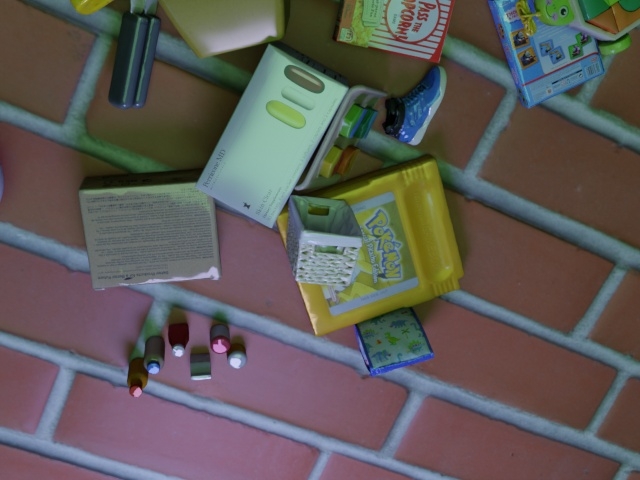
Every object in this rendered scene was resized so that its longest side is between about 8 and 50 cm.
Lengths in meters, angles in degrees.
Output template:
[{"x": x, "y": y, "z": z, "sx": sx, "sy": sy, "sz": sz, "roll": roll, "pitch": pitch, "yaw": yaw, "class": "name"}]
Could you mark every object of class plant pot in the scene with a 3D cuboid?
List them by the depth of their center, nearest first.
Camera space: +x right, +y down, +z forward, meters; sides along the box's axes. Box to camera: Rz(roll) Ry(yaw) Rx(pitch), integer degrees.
[{"x": -0.145, "y": -0.408, "z": 1.254, "sx": 0.212, "sy": 0.212, "sz": 0.187, "roll": -12, "pitch": 119, "yaw": 8, "class": "plant pot"}]

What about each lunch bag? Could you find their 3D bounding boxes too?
[{"x": 0.144, "y": 0.207, "z": 1.570, "sx": 0.129, "sy": 0.151, "sz": 0.096, "roll": -16, "pitch": 111, "yaw": -4, "class": "lunch bag"}]

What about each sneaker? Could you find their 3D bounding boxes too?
[{"x": 0.166, "y": -0.254, "z": 1.452, "sx": 0.085, "sy": 0.058, "sz": 0.152, "roll": 14, "pitch": 114, "yaw": -23, "class": "sneaker"}]

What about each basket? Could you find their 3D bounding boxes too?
[{"x": 0.000, "y": 0.000, "z": 1.412, "sx": 0.113, "sy": 0.167, "sz": 0.103, "roll": 6, "pitch": 113, "yaw": -12, "class": "basket"}]

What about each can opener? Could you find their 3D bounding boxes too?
[{"x": -0.314, "y": -0.362, "z": 1.338, "sx": 0.093, "sy": 0.074, "sz": 0.280, "roll": 18, "pitch": 108, "yaw": 21, "class": "can opener"}]

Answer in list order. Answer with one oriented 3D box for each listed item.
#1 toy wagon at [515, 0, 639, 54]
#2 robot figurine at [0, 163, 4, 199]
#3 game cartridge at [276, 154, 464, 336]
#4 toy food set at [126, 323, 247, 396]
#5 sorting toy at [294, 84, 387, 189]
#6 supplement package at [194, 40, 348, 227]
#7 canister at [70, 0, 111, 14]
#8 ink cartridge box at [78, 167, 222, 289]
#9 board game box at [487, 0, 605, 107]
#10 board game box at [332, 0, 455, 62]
[{"x": 0.497, "y": -0.463, "z": 1.393, "sx": 0.344, "sy": 0.068, "sz": 0.267, "roll": -34, "pitch": 113, "yaw": -13, "class": "toy wagon"}, {"x": -0.671, "y": -0.098, "z": 1.311, "sx": 0.278, "sy": 0.173, "sz": 0.209, "roll": -4, "pitch": 110, "yaw": -7, "class": "robot figurine"}, {"x": 0.101, "y": 0.014, "z": 1.545, "sx": 0.324, "sy": 0.052, "sz": 0.285, "roll": -18, "pitch": 112, "yaw": 0, "class": "game cartridge"}, {"x": -0.257, "y": 0.231, "z": 1.538, "sx": 0.233, "sy": 0.104, "sz": 0.111, "roll": -3, "pitch": 111, "yaw": -8, "class": "toy food set"}, {"x": 0.045, "y": -0.174, "z": 1.397, "sx": 0.038, "sy": 0.193, "sz": 0.208, "roll": 34, "pitch": 105, "yaw": 11, "class": "sorting toy"}, {"x": -0.078, "y": -0.186, "z": 1.349, "sx": 0.145, "sy": 0.204, "sz": 0.261, "roll": 28, "pitch": 104, "yaw": -6, "class": "supplement package"}, {"x": -0.374, "y": -0.458, "z": 1.249, "sx": 0.126, "sy": 0.073, "sz": 0.169, "roll": -32, "pitch": 90, "yaw": 7, "class": "canister"}, {"x": -0.303, "y": -0.023, "z": 1.446, "sx": 0.235, "sy": 0.088, "sz": 0.193, "roll": -5, "pitch": 112, "yaw": -8, "class": "ink cartridge box"}, {"x": 0.415, "y": -0.373, "z": 1.459, "sx": 0.160, "sy": 0.039, "sz": 0.211, "roll": -25, "pitch": 113, "yaw": 0, "class": "board game box"}, {"x": 0.131, "y": -0.404, "z": 1.398, "sx": 0.194, "sy": 0.045, "sz": 0.146, "roll": 8, "pitch": 109, "yaw": -12, "class": "board game box"}]
